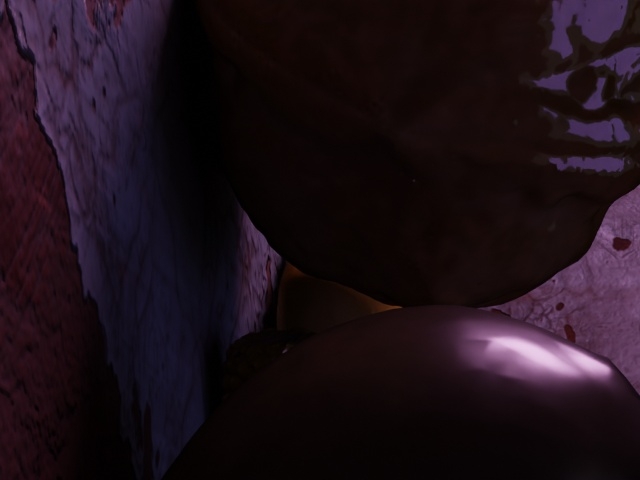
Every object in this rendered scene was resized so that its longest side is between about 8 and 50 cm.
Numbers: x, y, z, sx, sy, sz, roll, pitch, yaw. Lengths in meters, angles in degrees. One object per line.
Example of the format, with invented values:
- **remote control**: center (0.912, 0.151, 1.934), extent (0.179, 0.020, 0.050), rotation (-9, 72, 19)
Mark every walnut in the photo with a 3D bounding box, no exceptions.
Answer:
- **walnut**: center (0.068, -0.110, 1.158), extent (0.344, 0.306, 0.306), rotation (-56, 144, -65)

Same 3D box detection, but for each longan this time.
- **longan**: center (0.050, 0.192, 0.870), extent (0.319, 0.318, 0.319), rotation (-2, 90, -82)

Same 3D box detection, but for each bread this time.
- **bread**: center (0.021, 0.063, 1.374), extent (0.217, 0.098, 0.147), rotation (-89, 172, -75)

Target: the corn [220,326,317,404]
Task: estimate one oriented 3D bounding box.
- **corn**: center (-0.013, 0.182, 1.182), extent (0.091, 0.091, 0.260), rotation (-53, 136, -76)
